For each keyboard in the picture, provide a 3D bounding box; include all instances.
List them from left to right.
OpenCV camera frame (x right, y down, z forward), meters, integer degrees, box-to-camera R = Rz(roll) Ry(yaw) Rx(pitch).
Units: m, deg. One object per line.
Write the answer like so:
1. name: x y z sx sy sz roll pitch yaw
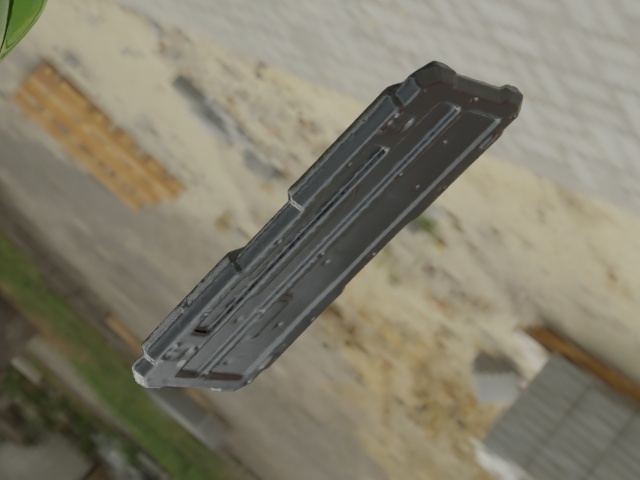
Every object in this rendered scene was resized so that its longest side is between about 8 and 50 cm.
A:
1. keyboard: 0.000 0.000 0.956 0.106 0.262 0.016 9 -137 -50

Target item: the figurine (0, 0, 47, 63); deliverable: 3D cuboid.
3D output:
1. figurine: -0.223 -0.073 0.603 0.143 0.263 0.162 19 137 58
